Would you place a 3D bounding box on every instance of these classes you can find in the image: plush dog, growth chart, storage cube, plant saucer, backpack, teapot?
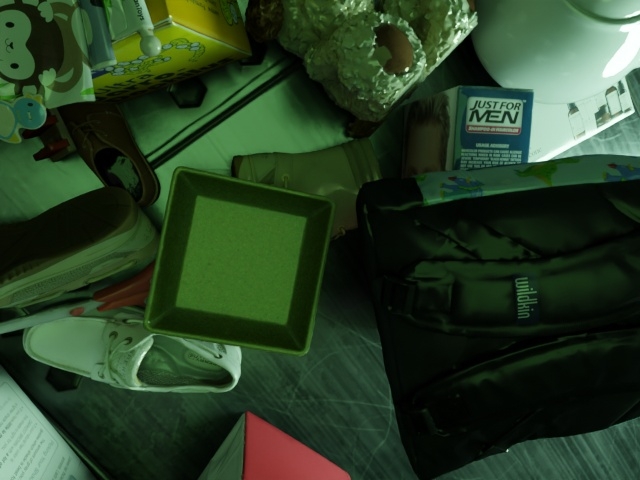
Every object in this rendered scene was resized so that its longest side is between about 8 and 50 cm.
[{"bbox_3d":[0.030,-0.262,0.595,0.225,0.210,0.262,45,57,-2],"label":"plush dog"},{"bbox_3d":[-0.241,-0.161,0.349,0.237,0.021,0.172,-23,101,-6],"label":"growth chart"},{"bbox_3d":[-0.074,0.383,0.631,0.193,0.215,0.183,36,90,-9],"label":"storage cube"},{"bbox_3d":[-0.091,0.026,0.560,0.188,0.045,0.188,11,89,-9],"label":"plant saucer"},{"bbox_3d":[0.239,0.041,0.467,0.356,0.273,0.290,-12,99,14],"label":"backpack"},{"bbox_3d":[0.325,-0.314,0.604,0.256,0.187,0.252,-13,82,-5],"label":"teapot"}]

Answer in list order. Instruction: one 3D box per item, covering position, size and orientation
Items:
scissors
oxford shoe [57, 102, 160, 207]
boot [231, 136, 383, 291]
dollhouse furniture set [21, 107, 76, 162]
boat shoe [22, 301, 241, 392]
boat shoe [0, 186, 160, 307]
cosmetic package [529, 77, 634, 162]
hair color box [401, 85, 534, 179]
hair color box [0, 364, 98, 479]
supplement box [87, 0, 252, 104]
[{"bbox_3d":[-0.274,0.083,0.580,0.297,0.109,0.021,-23,66,-17],"label":"scissors"},{"bbox_3d":[-0.270,-0.131,0.574,0.076,0.076,0.212,-37,103,-4],"label":"oxford shoe"},{"bbox_3d":[0.000,0.000,0.651,0.204,0.095,0.261,-12,97,-13],"label":"boot"},{"bbox_3d":[-0.401,-0.113,0.464,0.259,0.262,0.135,-31,107,-41],"label":"dollhouse furniture set"},{"bbox_3d":[-0.236,0.142,0.610,0.277,0.096,0.098,10,96,-15],"label":"boat shoe"},{"bbox_3d":[-0.340,0.033,0.560,0.302,0.109,0.098,-21,147,-1],"label":"boat shoe"},{"bbox_3d":[0.349,-0.185,0.722,0.239,0.060,0.098,-29,103,-8],"label":"cosmetic package"},{"bbox_3d":[0.180,-0.017,0.647,0.105,0.174,0.347,0,98,-12],"label":"hair color box"},{"bbox_3d":[-0.365,0.322,0.559,0.114,0.185,0.374,-33,104,-7],"label":"hair color box"},{"bbox_3d":[-0.232,-0.335,0.454,0.194,0.195,0.356,-13,100,15],"label":"supplement box"}]
